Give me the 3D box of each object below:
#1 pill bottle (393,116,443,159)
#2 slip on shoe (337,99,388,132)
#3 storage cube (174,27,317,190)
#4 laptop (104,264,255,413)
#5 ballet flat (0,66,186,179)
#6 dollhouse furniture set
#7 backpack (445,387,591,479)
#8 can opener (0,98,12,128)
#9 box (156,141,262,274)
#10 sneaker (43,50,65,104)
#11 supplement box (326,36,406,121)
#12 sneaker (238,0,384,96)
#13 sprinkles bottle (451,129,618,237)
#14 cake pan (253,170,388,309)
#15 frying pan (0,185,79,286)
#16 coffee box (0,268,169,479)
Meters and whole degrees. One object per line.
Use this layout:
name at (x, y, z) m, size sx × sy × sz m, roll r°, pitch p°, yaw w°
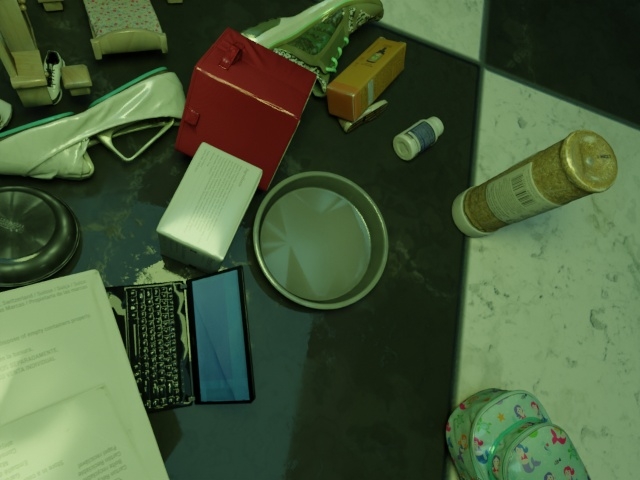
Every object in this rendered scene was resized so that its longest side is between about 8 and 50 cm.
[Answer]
pill bottle at (0.237, -0.248, 1.078) m, size 0.120 × 0.067 × 0.067 m, roll -36°, pitch 89°, yaw -22°
slip on shoe at (0.100, -0.303, 1.061) m, size 0.135 × 0.051 × 0.041 m, roll -35°, pitch 77°, yaw -16°
storage cube at (-0.140, -0.249, 0.862) m, size 0.193 × 0.215 × 0.183 m, roll 25°, pitch 44°, yaw -11°
laptop at (-0.264, 0.178, 0.777) m, size 0.264 × 0.136 × 0.234 m, roll -4°, pitch 77°, yaw -18°
ballet flat at (-0.420, -0.191, 0.833) m, size 0.400 × 0.139 × 0.139 m, roll -34°, pitch 89°, yaw -23°
dollhouse furniture set at (-0.399, -0.435, 0.824) m, size 0.355 × 0.174 × 0.303 m, roll -16°, pitch 66°, yaw -21°
backpack at (0.386, 0.434, 0.902) m, size 0.225 × 0.191 × 0.253 m, roll -20°, pitch 78°, yaw -20°
can opener at (-0.687, -0.280, 0.777) m, size 0.283 × 0.095 × 0.076 m, roll 28°, pitch 69°, yaw -10°
box at (-0.205, -0.048, 0.827) m, size 0.119 × 0.181 × 0.182 m, roll 24°, pitch 71°, yaw -10°
sneaker at (-0.522, -0.315, 0.866) m, size 0.040 × 0.044 × 0.109 m, roll 3°, pitch 77°, yaw -19°
supplement box at (0.110, -0.377, 1.041) m, size 0.078 × 0.080 × 0.233 m, roll 26°, pitch 62°, yaw 26°
sneaker at (-0.013, -0.421, 1.022) m, size 0.410 × 0.158 × 0.182 m, roll -31°, pitch 105°, yaw -18°
sprinkles bottle at (0.425, -0.102, 0.946) m, size 0.121 × 0.355 × 0.121 m, roll 4°, pitch 76°, yaw -17°
cake pan at (0.000, 0.000, 0.949) m, size 0.293 × 0.054 × 0.293 m, roll 4°, pitch 75°, yaw -17°
frying pan at (-0.560, 0.024, 0.736) m, size 0.197 × 0.053 × 0.326 m, roll 40°, pitch 54°, yaw -1°
coffee box at (-0.415, 0.285, 0.540) m, size 0.337 × 0.334 × 0.338 m, roll -16°, pitch 76°, yaw -40°
